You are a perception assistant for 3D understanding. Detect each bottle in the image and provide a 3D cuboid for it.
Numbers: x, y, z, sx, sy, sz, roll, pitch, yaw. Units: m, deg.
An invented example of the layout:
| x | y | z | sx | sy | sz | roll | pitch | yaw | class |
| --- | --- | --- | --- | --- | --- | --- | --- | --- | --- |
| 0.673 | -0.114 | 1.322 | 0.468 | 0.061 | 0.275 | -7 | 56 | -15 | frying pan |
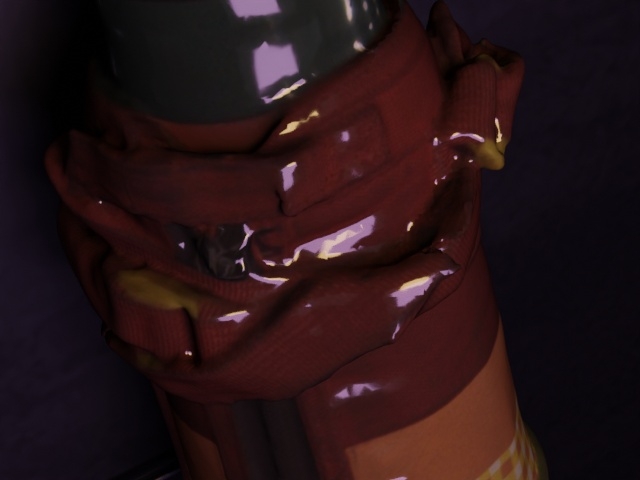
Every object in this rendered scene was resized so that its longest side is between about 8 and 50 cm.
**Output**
| x | y | z | sx | sy | sz | roll | pitch | yaw | class |
| --- | --- | --- | --- | --- | --- | --- | --- | --- | --- |
| 0.000 | 0.000 | 0.609 | 0.156 | 0.143 | 0.271 | -25 | 124 | -16 | bottle |
